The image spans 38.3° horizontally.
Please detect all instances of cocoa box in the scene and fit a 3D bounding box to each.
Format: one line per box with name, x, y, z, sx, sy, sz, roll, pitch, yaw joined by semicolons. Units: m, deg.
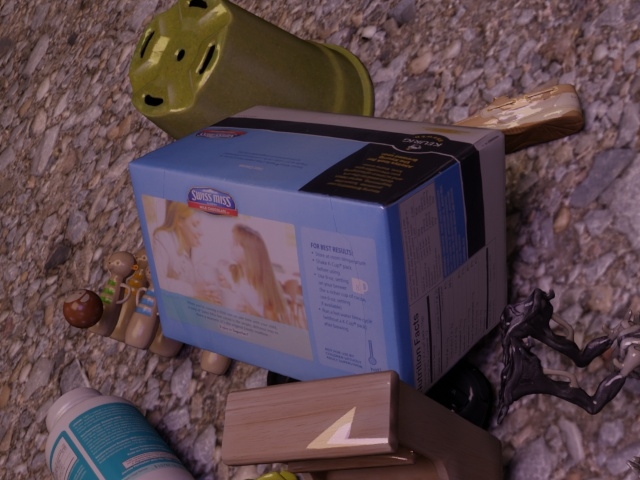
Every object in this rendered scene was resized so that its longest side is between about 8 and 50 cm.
cocoa box;0.000;0.000;1.013;0.347;0.228;0.231;11;120;36

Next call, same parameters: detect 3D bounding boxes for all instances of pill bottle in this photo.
pill bottle;-0.278;0.308;1.251;0.264;0.146;0.146;37;97;43

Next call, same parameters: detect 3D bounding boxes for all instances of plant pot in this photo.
plant pot;-0.110;-0.199;1.255;0.276;0.254;0.276;-17;62;34

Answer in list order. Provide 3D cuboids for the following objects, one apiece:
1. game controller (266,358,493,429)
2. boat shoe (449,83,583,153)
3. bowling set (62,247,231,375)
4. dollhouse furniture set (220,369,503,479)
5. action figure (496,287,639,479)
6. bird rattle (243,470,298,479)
game controller;0.057;0.176;1.096;0.319;0.067;0.166;26;104;44
boat shoe;0.224;-0.143;1.086;0.170;0.063;0.059;-9;63;27
bowling set;-0.247;0.073;1.300;0.287;0.200;0.154;11;77;38
dollhouse furniture set;0.044;0.345;0.801;0.362;0.256;0.394;-13;59;31
action figure;0.303;0.125;0.848;0.275;0.141;0.164;7;41;4
bird rattle;-0.052;0.393;1.045;0.207;0.143;0.254;10;81;25
